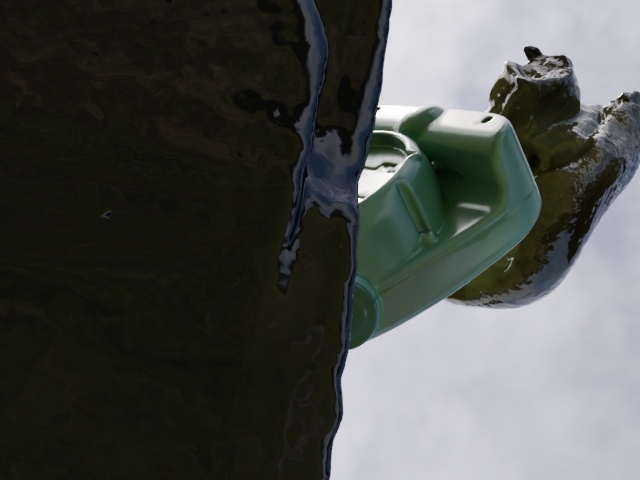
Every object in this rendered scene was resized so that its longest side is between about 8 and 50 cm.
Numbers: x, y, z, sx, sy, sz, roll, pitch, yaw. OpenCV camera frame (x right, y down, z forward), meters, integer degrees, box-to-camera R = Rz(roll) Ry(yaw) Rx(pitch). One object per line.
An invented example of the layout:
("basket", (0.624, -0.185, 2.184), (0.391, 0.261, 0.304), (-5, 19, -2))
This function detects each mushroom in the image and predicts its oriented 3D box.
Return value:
("mushroom", (0.254, -0.046, 1.385), (0.212, 0.217, 0.292), (58, -41, 48))

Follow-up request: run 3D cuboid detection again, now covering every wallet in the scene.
("wallet", (-0.099, -0.031, 0.439), (0.041, 0.247, 0.322), (125, -22, -71))

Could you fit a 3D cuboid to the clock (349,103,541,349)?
("clock", (0.000, 0.001, 0.619), (0.148, 0.188, 0.060), (14, -47, 57))
